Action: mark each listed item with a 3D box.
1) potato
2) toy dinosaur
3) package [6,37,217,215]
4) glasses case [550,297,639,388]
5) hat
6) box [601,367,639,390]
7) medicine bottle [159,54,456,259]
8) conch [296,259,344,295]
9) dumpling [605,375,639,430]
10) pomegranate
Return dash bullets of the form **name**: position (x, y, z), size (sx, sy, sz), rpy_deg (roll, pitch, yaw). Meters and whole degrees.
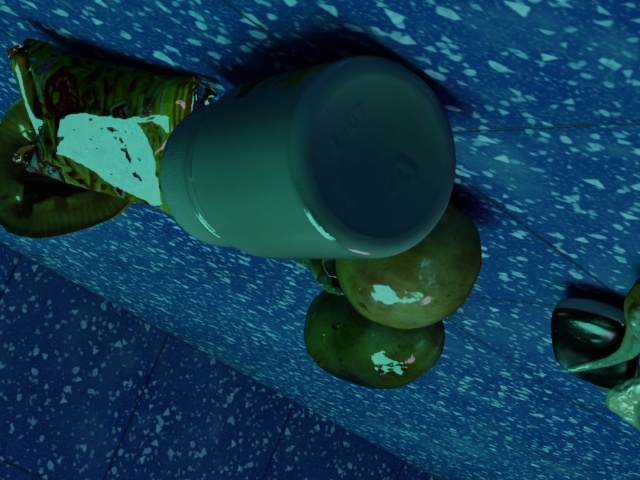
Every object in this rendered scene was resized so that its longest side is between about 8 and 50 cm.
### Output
- **potato**: position (0.096, 0.162, 2.196), size (0.210, 0.173, 0.307), rpy_deg (30, 167, -19)
- **toy dinosaur**: position (0.444, 0.119, 1.651), size (0.205, 0.092, 0.393), rpy_deg (37, 160, -17)
- **package**: position (-0.269, -0.149, 1.694), size (0.288, 0.108, 0.223), rpy_deg (16, 130, 9)
- **glasses case**: position (0.400, 0.152, 1.894), size (0.122, 0.075, 0.314), rpy_deg (18, 165, 19)
- **hat**: position (-0.326, -0.096, 1.901), size (0.233, 0.244, 0.233), rpy_deg (27, -179, 15)
- **box**: position (0.462, 0.211, 2.087), size (0.105, 0.037, 0.105), rpy_deg (21, 165, 6)
- **medicine bottle**: position (-0.029, -0.083, 1.448), size (0.208, 0.208, 0.339), rpy_deg (31, 164, -28)
- **conch**: position (0.000, 0.000, 1.824), size (0.130, 0.207, 0.155), rpy_deg (-38, 124, 21)
- **dumpling**: position (0.545, 0.223, 1.863), size (0.252, 0.131, 0.179), rpy_deg (12, 147, -20)
- **pomegranate**: position (0.114, 0.023, 1.662), size (0.191, 0.191, 0.191), rpy_deg (21, 165, 6)
